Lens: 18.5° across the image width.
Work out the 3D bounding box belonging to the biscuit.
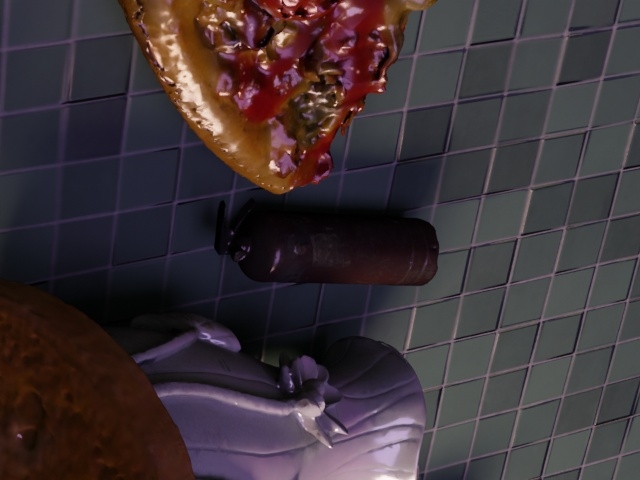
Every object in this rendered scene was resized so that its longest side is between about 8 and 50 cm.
[{"bbox_3d":[-0.274,0.218,1.676,0.062,0.385,0.365,-5,129,-59],"label":"biscuit"}]

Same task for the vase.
[{"bbox_3d":[-0.105,0.192,1.889,0.445,0.250,0.250,-1,122,-41],"label":"vase"}]

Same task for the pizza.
[{"bbox_3d":[0.020,-0.262,1.706,0.406,0.130,0.440,-34,136,-7],"label":"pizza"}]

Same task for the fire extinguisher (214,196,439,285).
[{"bbox_3d":[0.000,0.000,1.923,0.267,0.072,0.089,3,128,-37],"label":"fire extinguisher"}]
